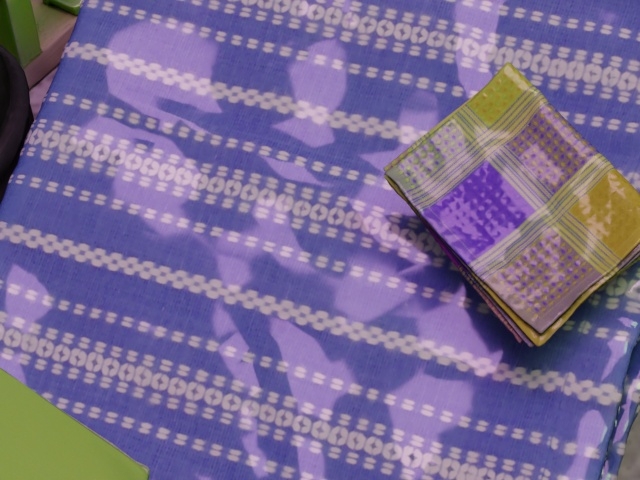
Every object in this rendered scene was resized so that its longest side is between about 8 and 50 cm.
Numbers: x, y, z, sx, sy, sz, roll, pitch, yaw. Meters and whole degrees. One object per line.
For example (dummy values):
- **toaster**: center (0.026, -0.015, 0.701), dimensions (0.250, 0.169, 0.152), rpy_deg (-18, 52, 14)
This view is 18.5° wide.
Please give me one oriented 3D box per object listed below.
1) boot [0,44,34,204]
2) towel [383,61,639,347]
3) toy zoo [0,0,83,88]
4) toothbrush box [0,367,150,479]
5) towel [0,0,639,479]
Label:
- **boot**: center (-0.303, -0.140, 0.627), dimensions (0.367, 0.445, 0.146), rpy_deg (-16, 48, -10)
- **towel**: center (0.065, -0.012, 0.630), dimensions (0.060, 0.009, 0.083), rpy_deg (-39, 66, 0)
- **toy zoo**: center (-0.092, -0.226, 0.796), dimensions (0.030, 0.293, 0.192), rpy_deg (26, 53, 26)
- **toothbrush box**: center (-0.168, 0.175, 0.482), dimensions (0.206, 0.122, 0.283), rpy_deg (-29, 37, 29)
- **towel**: center (0.000, 0.000, 0.663), dimensions (0.243, 0.040, 0.336), rpy_deg (15, 74, 18)
